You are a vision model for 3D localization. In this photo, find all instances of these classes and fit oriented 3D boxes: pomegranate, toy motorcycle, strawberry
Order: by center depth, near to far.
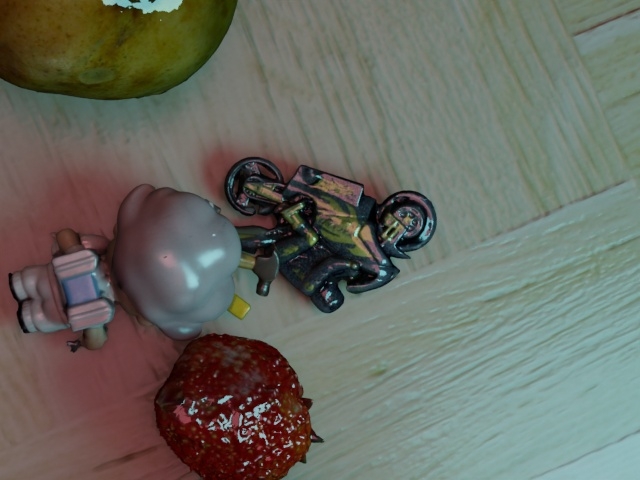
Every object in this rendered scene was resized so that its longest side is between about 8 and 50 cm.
[{"bbox_3d":[-0.189,-0.233,1.361,0.260,0.260,0.260,0,87,-8],"label":"pomegranate"},{"bbox_3d":[-0.074,0.141,1.398,0.131,0.148,0.131,-6,66,13],"label":"strawberry"},{"bbox_3d":[0.000,0.000,1.462,0.193,0.061,0.124,13,95,0],"label":"toy motorcycle"}]

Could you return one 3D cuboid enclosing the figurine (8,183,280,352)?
[{"bbox_3d":[-0.153,0.024,1.408,0.229,0.112,0.137,-15,81,4],"label":"figurine"}]
